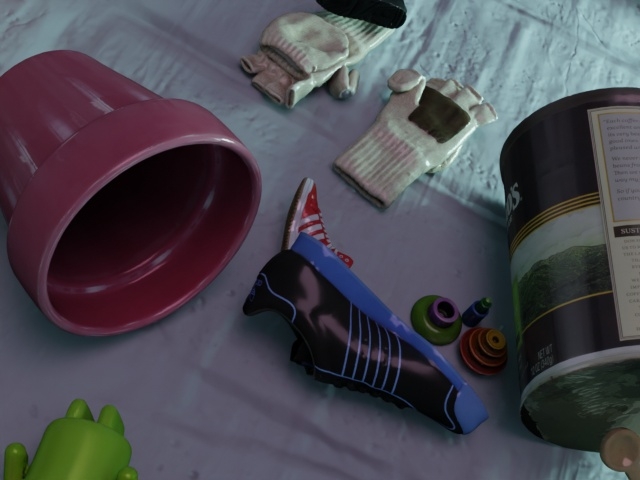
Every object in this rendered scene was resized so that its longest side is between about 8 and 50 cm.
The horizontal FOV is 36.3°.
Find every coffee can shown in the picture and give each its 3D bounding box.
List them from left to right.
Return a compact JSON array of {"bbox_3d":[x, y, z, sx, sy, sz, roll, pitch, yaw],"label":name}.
[{"bbox_3d":[0.274,0.028,0.893,0.201,0.201,0.275,12,55,-14],"label":"coffee can"}]

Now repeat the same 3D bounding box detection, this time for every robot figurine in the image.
[{"bbox_3d":[-0.178,0.175,0.707,0.101,0.067,0.115,11,55,7],"label":"robot figurine"}]

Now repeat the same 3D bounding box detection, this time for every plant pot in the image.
[{"bbox_3d":[-0.180,-0.052,0.789,0.201,0.201,0.180,-26,56,-32],"label":"plant pot"}]

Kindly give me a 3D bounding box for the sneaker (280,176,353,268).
[{"bbox_3d":[0.000,0.000,0.904,0.067,0.042,0.118,14,63,-8],"label":"sneaker"}]

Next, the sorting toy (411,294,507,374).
[{"bbox_3d":[0.137,0.078,0.907,0.102,0.042,0.061,37,53,5],"label":"sorting toy"}]

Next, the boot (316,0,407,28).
[{"bbox_3d":[0.045,-0.287,1.075,0.121,0.045,0.099,16,47,-19],"label":"boot"}]

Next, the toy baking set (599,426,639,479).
[{"bbox_3d":[0.301,0.251,0.805,0.256,0.030,0.197,28,89,-16],"label":"toy baking set"}]

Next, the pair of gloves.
[{"bbox_3d":[0.050,-0.164,1.030,0.204,0.042,0.240,-34,75,-34],"label":"pair of gloves"}]

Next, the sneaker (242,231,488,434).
[{"bbox_3d":[0.037,0.100,0.841,0.232,0.081,0.090,43,83,-3],"label":"sneaker"}]
